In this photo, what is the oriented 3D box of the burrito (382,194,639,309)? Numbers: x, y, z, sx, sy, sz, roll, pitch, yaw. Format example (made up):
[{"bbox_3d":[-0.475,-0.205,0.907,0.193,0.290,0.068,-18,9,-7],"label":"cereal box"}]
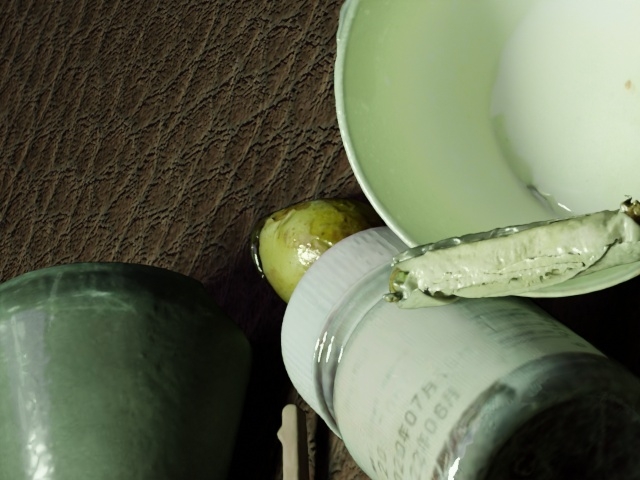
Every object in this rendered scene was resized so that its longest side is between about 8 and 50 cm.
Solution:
[{"bbox_3d":[0.128,0.011,1.174,0.185,0.041,0.045,-11,63,23],"label":"burrito"}]

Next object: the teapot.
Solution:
[{"bbox_3d":[-0.153,0.209,1.531,0.300,0.253,0.344,-12,64,17],"label":"teapot"}]

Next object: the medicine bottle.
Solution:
[{"bbox_3d":[0.093,0.104,1.255,0.165,0.165,0.273,-64,30,8],"label":"medicine bottle"}]

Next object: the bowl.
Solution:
[{"bbox_3d":[0.161,-0.104,1.249,0.277,0.145,0.277,1,93,24],"label":"bowl"}]

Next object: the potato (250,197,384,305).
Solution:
[{"bbox_3d":[0.000,0.000,1.556,0.103,0.066,0.096,-28,53,44],"label":"potato"}]
